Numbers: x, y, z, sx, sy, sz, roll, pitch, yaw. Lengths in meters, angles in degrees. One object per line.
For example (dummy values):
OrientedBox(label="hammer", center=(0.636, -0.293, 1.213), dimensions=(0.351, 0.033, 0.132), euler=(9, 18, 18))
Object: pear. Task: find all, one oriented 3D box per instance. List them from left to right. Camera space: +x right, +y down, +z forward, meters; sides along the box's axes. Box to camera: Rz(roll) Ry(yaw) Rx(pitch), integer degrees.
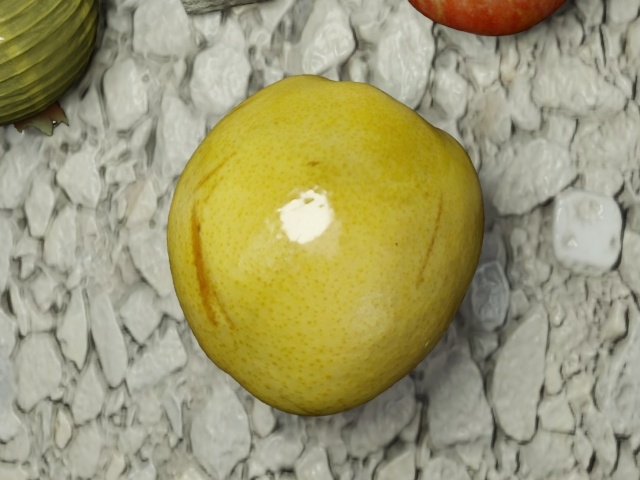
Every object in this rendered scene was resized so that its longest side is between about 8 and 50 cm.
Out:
OrientedBox(label="pear", center=(0.000, 0.000, 1.067), dimensions=(0.314, 0.314, 0.314), euler=(0, 91, 8))

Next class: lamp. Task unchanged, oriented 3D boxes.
OrientedBox(label="lamp", center=(-0.339, -0.218, 1.147), dimensions=(0.250, 0.284, 0.250), euler=(-11, 46, 12))

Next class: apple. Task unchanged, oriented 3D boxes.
OrientedBox(label="apple", center=(0.171, -0.302, 1.097), dimensions=(0.209, 0.164, 0.209), euler=(-2, 80, 12))

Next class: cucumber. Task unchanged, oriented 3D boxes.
OrientedBox(label="cucumber", center=(-0.098, -0.277, 1.186), dimensions=(0.112, 0.064, 0.064), euler=(-8, 90, 5))
